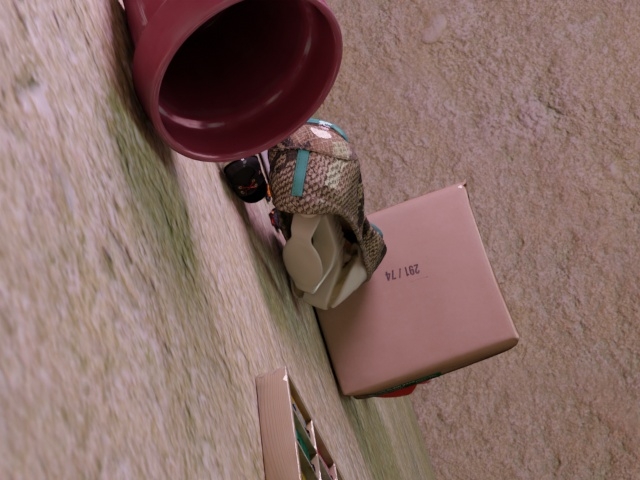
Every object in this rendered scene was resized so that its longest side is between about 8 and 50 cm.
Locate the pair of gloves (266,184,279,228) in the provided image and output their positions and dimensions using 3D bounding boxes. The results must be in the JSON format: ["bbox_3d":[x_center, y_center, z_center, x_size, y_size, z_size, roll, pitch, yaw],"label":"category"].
[{"bbox_3d":[-0.078,-0.059,1.560,0.074,0.010,0.083,28,45,-82],"label":"pair of gloves"}]

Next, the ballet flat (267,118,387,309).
[{"bbox_3d":[0.000,0.000,1.438,0.483,0.164,0.182,68,31,-67],"label":"ballet flat"}]

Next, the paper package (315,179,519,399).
[{"bbox_3d":[0.158,0.098,1.734,0.168,0.324,0.309,54,18,-74],"label":"paper package"}]

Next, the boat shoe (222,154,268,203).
[{"bbox_3d":[-0.095,-0.082,1.267,0.133,0.049,0.042,67,-2,-78],"label":"boat shoe"}]

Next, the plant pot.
[{"bbox_3d":[-0.106,-0.210,0.954,0.180,0.201,0.201,56,-4,34],"label":"plant pot"}]

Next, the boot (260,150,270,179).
[{"bbox_3d":[-0.059,-0.139,1.694,0.123,0.095,0.258,74,7,-80],"label":"boot"}]

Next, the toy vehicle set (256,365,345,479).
[{"bbox_3d":[-0.003,0.284,1.050,0.166,0.035,0.267,-101,171,-50],"label":"toy vehicle set"}]

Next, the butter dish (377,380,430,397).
[{"bbox_3d":[0.139,0.278,2.040,0.160,0.160,0.118,-102,-165,-53],"label":"butter dish"}]
